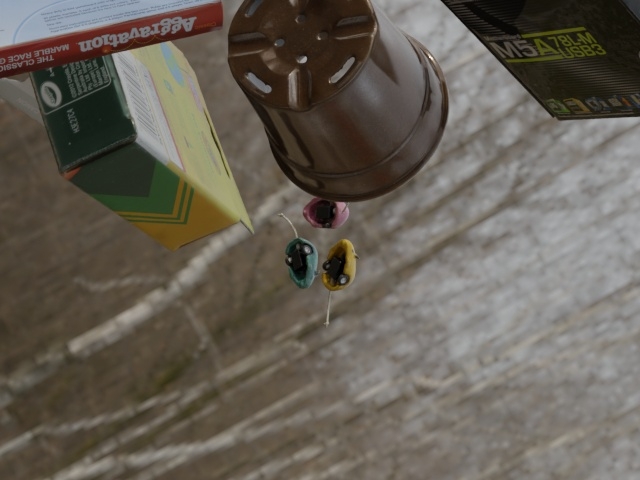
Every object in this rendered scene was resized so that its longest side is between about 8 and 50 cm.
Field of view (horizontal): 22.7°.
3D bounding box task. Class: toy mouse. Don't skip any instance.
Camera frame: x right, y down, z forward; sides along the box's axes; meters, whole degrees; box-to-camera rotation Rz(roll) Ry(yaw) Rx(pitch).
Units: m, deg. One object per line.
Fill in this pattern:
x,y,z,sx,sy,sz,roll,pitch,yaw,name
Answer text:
0.000,0.000,1.856,0.143,0.031,0.161,34,-68,47,toy mouse

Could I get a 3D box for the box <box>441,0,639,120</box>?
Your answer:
0.206,-0.169,1.275,0.184,0.045,0.191,40,-20,-30,box

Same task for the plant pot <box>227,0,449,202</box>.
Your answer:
0.007,-0.136,1.323,0.167,0.167,0.165,57,6,25,plant pot

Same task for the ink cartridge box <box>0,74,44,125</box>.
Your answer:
-0.304,-0.265,1.728,0.275,0.239,0.060,34,29,-19,ink cartridge box

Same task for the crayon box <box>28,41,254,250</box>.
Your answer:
-0.171,-0.115,1.478,0.318,0.081,0.202,42,25,-67,crayon box

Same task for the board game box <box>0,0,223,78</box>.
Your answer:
-0.223,-0.161,1.073,0.027,0.281,0.145,94,-26,-44,board game box
